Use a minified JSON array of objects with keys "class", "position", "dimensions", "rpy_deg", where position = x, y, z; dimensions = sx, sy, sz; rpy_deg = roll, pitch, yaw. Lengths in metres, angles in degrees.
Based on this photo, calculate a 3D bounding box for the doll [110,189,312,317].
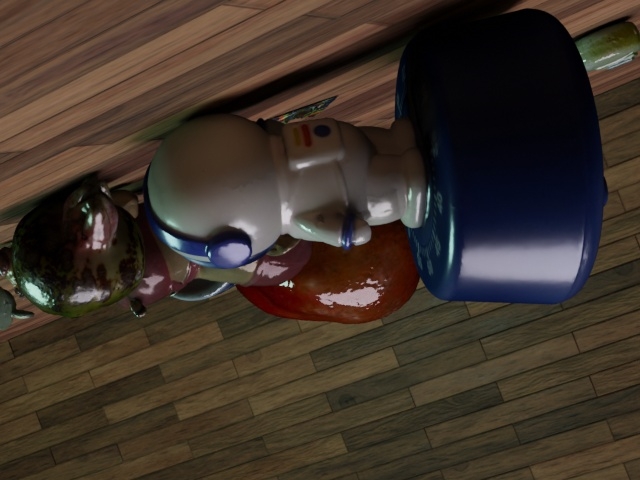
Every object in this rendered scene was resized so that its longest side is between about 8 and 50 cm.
[{"class":"doll","position":[-0.138,-0.010,1.409],"dimensions":[0.255,0.152,0.196],"rpy_deg":[-6,-153,-14]}]

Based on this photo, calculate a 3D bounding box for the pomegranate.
[{"class":"pomegranate","position":[-0.237,0.011,1.212],"dimensions":[0.138,0.126,0.163],"rpy_deg":[-6,171,-28]}]

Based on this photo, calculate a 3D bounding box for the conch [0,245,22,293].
[{"class":"conch","position":[-0.321,0.031,1.507],"dimensions":[0.080,0.086,0.232],"rpy_deg":[5,-168,31]}]

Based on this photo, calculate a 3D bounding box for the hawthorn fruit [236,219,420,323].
[{"class":"hawthorn fruit","position":[0.013,0.003,1.868],"dimensions":[0.311,0.295,0.295],"rpy_deg":[-21,179,10]}]

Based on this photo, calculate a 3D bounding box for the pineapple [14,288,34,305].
[{"class":"pineapple","position":[-0.333,0.042,1.742],"dimensions":[0.221,0.083,0.103],"rpy_deg":[-20,163,-24]}]

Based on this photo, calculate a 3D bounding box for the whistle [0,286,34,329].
[{"class":"whistle","position":[-0.488,0.090,1.653],"dimensions":[0.113,0.077,0.235],"rpy_deg":[12,-179,16]}]

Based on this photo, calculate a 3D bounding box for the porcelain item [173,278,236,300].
[{"class":"porcelain item","position":[-0.160,0.002,1.600],"dimensions":[0.147,0.147,0.114],"rpy_deg":[-22,-179,11]}]

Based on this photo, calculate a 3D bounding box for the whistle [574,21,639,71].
[{"class":"whistle","position":[0.346,-0.241,1.659],"dimensions":[0.198,0.057,0.104],"rpy_deg":[-23,177,27]}]

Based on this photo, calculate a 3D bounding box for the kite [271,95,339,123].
[{"class":"kite","position":[-0.017,-0.137,1.302],"dimensions":[0.090,0.004,0.122],"rpy_deg":[-23,178,22]}]

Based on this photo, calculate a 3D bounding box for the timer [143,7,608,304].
[{"class":"timer","position":[0.033,-0.059,1.090],"dimensions":[0.383,0.271,0.270],"rpy_deg":[-6,177,-6]}]
